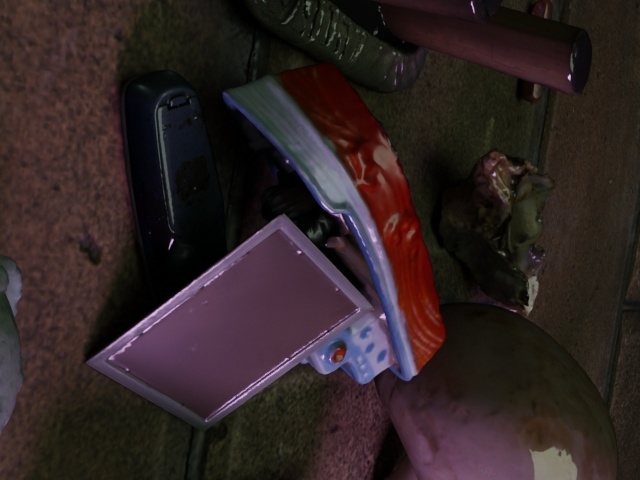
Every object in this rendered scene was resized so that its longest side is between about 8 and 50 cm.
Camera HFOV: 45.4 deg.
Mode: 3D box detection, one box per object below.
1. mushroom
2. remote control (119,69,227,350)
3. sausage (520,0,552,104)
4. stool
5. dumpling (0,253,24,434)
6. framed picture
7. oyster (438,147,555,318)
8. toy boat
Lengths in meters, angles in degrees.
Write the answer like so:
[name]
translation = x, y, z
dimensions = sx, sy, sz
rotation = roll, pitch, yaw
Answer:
[mushroom]
translation = 0.164, 0.226, 0.858
dimensions = 0.290, 0.297, 0.297
rotation = -48, 149, 20
[remote control]
translation = -0.105, -0.017, 0.584
dimensions = 0.072, 0.042, 0.222
rotation = -29, 121, -43
[sausage]
translation = 0.309, -0.268, 1.094
dimensions = 0.030, 0.035, 0.147
rotation = -5, 104, -57
[stool]
translation = 0.107, -0.296, 0.655
dimensions = 0.310, 0.226, 0.310
rotation = 7, 92, -56
[dumpling]
translation = -0.218, 0.105, 0.408
dimensions = 0.149, 0.104, 0.217
rotation = 51, 57, -46
[framed picture]
translation = -0.064, 0.069, 0.591
dimensions = 0.183, 0.011, 0.142
rotation = -37, 134, 8
[oyster]
translation = 0.234, -0.014, 0.996
dimensions = 0.341, 0.110, 0.166
rotation = 38, 73, -54
[toy boat]
translation = 0.000, 0.000, 0.661
dimensions = 0.133, 0.145, 0.332
rotation = -34, 131, -15
